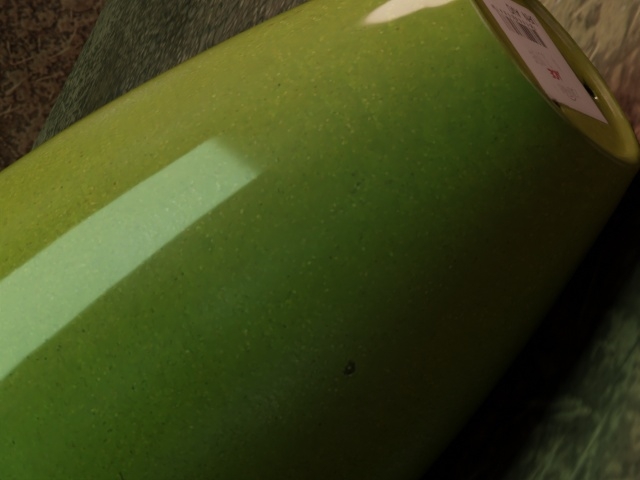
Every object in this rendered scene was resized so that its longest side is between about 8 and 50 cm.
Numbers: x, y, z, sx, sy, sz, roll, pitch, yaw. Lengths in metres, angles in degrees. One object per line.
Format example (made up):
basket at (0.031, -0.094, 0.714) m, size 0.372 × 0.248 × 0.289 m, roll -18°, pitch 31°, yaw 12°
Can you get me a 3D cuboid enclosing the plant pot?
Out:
plant pot at (0.000, 0.000, 0.893) m, size 0.293 × 0.275 × 0.275 m, roll -40°, pitch 28°, yaw 21°
